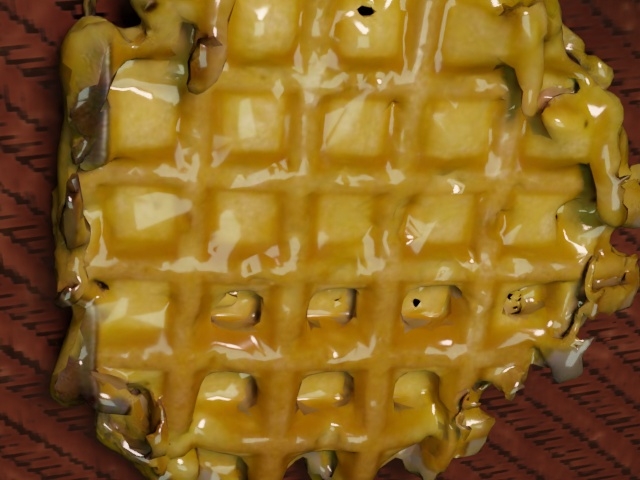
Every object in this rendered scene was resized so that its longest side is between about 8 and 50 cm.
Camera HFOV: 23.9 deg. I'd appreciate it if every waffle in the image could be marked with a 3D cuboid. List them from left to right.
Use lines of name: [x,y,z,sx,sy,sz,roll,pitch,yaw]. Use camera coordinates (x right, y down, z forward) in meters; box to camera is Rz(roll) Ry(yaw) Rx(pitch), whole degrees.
waffle: [0.001,0.002,0.600,0.262,0.060,0.280,-40,124,10]
